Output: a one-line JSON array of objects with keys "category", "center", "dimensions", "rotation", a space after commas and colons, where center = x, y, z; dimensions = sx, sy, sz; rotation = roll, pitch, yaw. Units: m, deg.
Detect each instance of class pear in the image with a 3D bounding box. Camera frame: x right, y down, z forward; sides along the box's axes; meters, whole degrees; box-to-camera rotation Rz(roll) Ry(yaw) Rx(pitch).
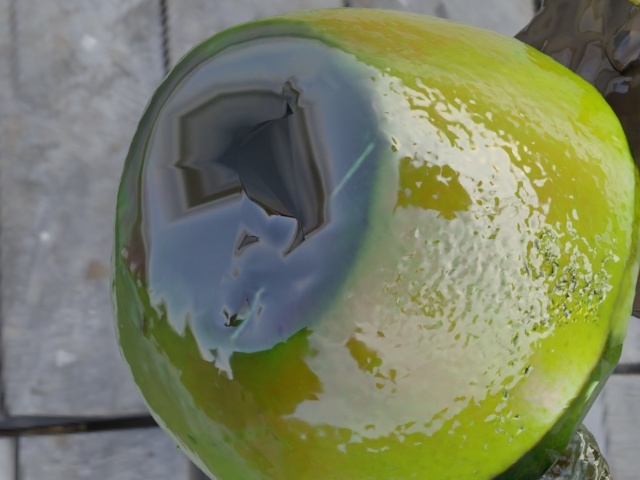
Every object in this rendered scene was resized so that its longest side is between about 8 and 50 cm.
[{"category": "pear", "center": [0.000, -0.004, 1.236], "dimensions": [0.398, 0.165, 0.399], "rotation": [-13, 66, 30]}]

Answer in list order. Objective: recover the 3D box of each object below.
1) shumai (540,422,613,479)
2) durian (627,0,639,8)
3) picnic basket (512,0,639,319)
[{"category": "shumai", "center": [0.210, 0.261, 1.796], "dimensions": [0.184, 0.142, 0.184], "rotation": [0, 88, 10]}, {"category": "durian", "center": [0.212, -0.203, 0.898], "dimensions": [0.237, 0.193, 0.138], "rotation": [-16, 62, -17]}, {"category": "picnic basket", "center": [0.305, -0.102, 1.366], "dimensions": [0.321, 0.254, 0.291], "rotation": [-43, 43, 18]}]
